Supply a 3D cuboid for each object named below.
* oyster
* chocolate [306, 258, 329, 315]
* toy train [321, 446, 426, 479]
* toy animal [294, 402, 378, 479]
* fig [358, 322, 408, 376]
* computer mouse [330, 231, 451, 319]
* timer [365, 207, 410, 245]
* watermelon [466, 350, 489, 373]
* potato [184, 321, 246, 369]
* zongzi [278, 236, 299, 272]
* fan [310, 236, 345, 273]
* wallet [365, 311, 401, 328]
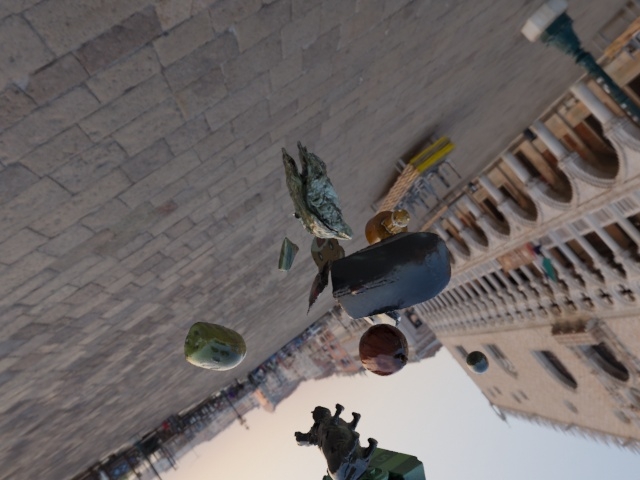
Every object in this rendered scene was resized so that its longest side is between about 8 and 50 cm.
[{"bbox_3d":[-0.020,-0.127,1.329,0.158,0.351,0.162,-36,150,5],"label":"oyster"},{"bbox_3d":[-0.006,0.109,1.174,0.086,0.028,0.182,-60,-172,24],"label":"chocolate"},{"bbox_3d":[0.153,0.688,1.347,0.238,0.167,0.299,-8,178,-44],"label":"toy train"},{"bbox_3d":[0.039,0.538,1.314,0.169,0.106,0.343,-65,-162,-13],"label":"toy animal"},{"bbox_3d":[0.157,0.255,1.136,0.128,0.128,0.150,-32,165,-34],"label":"fig"},{"bbox_3d":[0.164,0.084,1.118,0.295,0.168,0.087,-21,-173,7],"label":"computer mouse"},{"bbox_3d":[0.220,-0.048,1.427,0.132,0.132,0.152,-34,170,-28],"label":"timer"},{"bbox_3d":[0.563,0.436,1.704,0.078,0.078,0.110,-40,143,11],"label":"watermelon"},{"bbox_3d":[-0.356,0.394,1.708,0.271,0.111,0.160,35,74,-52],"label":"potato"},{"bbox_3d":[-0.120,0.049,1.613,0.113,0.052,0.104,56,53,-71],"label":"zongzi"},{"bbox_3d":[0.000,0.000,1.543,0.008,0.227,0.152,-7,152,-39],"label":"fan"},{"bbox_3d":[0.158,0.217,1.565,0.069,0.231,0.170,-53,163,-19],"label":"wallet"}]
